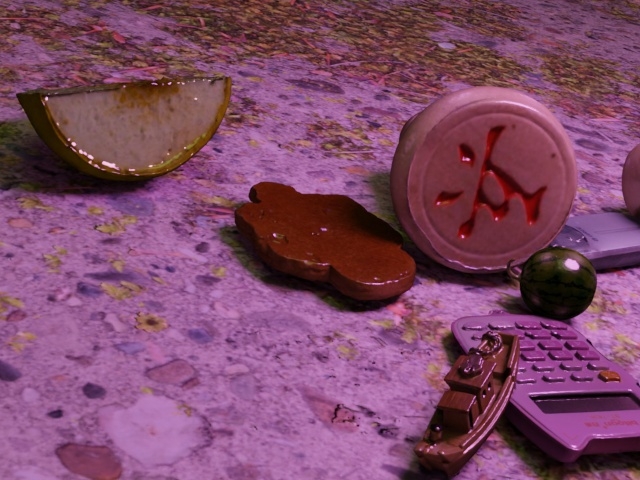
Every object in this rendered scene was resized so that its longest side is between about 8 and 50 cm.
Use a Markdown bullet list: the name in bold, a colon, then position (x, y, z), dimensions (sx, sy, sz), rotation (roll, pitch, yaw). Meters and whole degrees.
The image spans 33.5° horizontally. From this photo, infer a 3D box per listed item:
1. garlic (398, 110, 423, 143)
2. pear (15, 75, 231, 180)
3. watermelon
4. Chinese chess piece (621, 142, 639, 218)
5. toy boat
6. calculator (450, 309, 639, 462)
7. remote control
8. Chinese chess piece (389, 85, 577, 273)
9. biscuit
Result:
- **garlic**: position (0.222, -0.109, 1.576), dimensions (0.227, 0.152, 0.228), rotation (9, 23, -4)
- **pear**: position (-0.292, -0.165, 1.492), dimensions (0.288, 0.139, 0.239), rotation (-11, 20, -31)
- **watermelon**: position (0.299, 0.056, 1.363), dimensions (0.109, 0.109, 0.109), rotation (10, 27, -5)
- **Chinese chess piece**: position (0.598, -0.096, 1.620), dimensions (0.273, 0.102, 0.273), rotation (-1, -16, 0)
- **toy boat**: position (0.154, 0.159, 1.084), dimensions (0.064, 0.072, 0.206), rotation (8, 33, 28)
- **calculator**: position (0.266, 0.160, 1.214), dimensions (0.194, 0.043, 0.294), rotation (0, 26, -21)
- **remote control**: position (0.398, 0.003, 1.551), dimensions (0.247, 0.052, 0.104), rotation (-6, 31, -31)
- **Chinese chess piece**: position (0.216, -0.080, 1.416), dimensions (0.249, 0.250, 0.103), rotation (8, 12, -10)
- **biscuit**: position (0.000, 0.000, 1.392), dimensions (0.208, 0.041, 0.290), rotation (-10, 34, -38)
